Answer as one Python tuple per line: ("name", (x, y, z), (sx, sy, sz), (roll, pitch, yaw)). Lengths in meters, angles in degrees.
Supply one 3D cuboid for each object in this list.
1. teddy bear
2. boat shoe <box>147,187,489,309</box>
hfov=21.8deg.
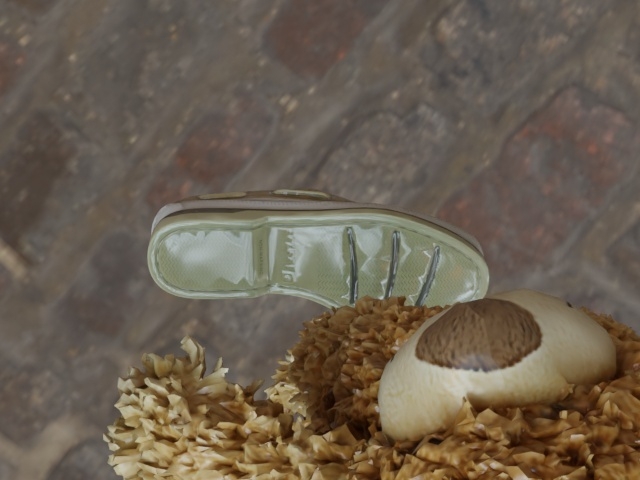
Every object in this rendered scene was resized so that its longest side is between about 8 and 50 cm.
("teddy bear", (0.059, 0.059, 0.583), (0.245, 0.338, 0.113), (9, 97, 17))
("boat shoe", (0.000, 0.000, 1.488), (0.302, 0.103, 0.113), (8, 116, -4))
